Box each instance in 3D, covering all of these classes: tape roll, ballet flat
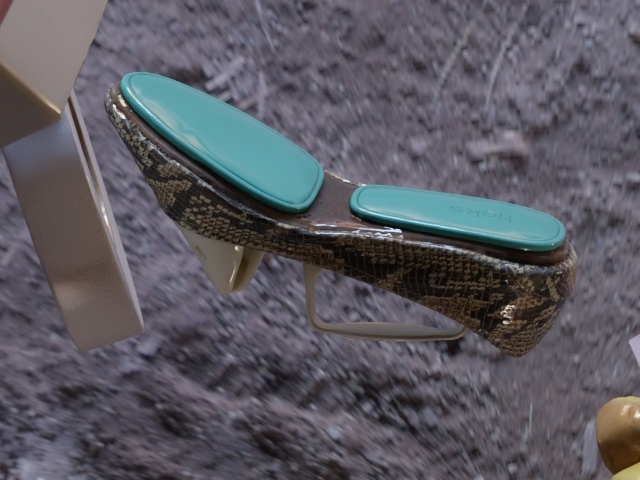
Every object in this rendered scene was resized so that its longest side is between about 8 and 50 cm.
[{"bbox_3d":[-0.265,-0.080,1.837,0.072,0.392,0.392,-17,78,-4],"label":"tape roll"},{"bbox_3d":[0.000,0.000,1.769,0.482,0.164,0.182,20,115,4],"label":"ballet flat"}]

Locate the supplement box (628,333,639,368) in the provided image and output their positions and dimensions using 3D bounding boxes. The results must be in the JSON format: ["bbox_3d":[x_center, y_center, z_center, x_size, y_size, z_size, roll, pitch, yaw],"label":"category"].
[{"bbox_3d":[0.371,0.197,1.690,0.073,0.130,0.239,-26,103,8],"label":"supplement box"}]

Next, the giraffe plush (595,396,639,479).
[{"bbox_3d":[0.300,0.134,1.138,0.170,0.210,0.181,-44,64,37],"label":"giraffe plush"}]

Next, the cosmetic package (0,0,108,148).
[{"bbox_3d":[-0.229,-0.171,0.762,0.129,0.296,0.153,-18,44,36],"label":"cosmetic package"}]
